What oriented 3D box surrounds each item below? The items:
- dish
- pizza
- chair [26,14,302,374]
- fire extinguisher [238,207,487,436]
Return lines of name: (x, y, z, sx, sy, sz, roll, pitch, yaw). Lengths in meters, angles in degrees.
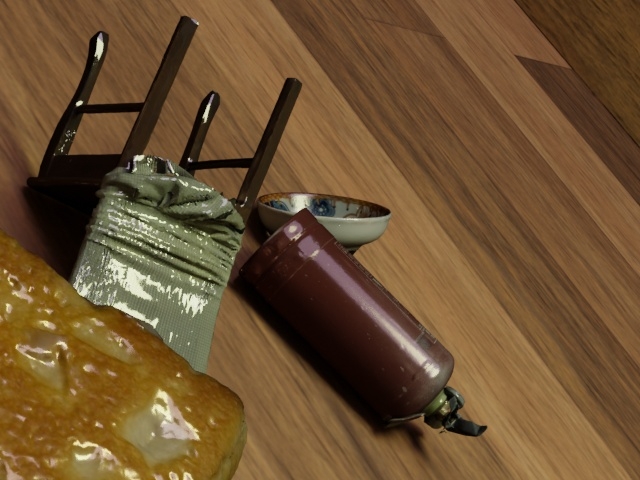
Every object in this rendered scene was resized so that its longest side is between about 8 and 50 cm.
dish: (0.000, 0.000, 1.488, 0.141, 0.078, 0.141, 6, 11, -1)
pizza: (-0.222, 0.102, 0.857, 0.409, 0.114, 0.277, 2, 45, -45)
chair: (-0.152, -0.013, 1.215, 0.160, 0.319, 0.186, 27, -14, -34)
fire extinguisher: (0.047, 0.094, 1.365, 0.269, 0.105, 0.105, 46, 25, 3)
